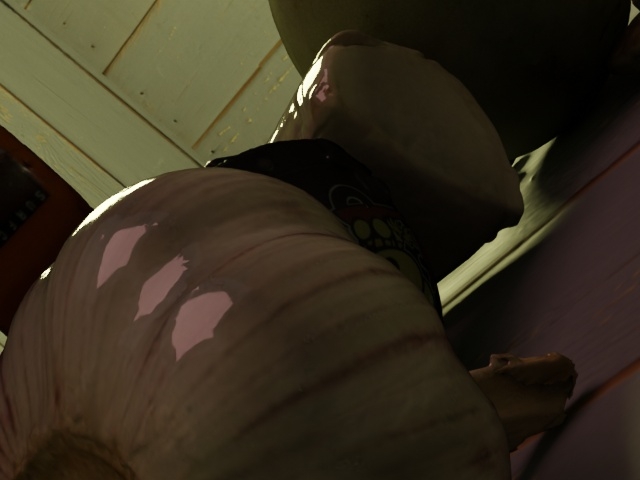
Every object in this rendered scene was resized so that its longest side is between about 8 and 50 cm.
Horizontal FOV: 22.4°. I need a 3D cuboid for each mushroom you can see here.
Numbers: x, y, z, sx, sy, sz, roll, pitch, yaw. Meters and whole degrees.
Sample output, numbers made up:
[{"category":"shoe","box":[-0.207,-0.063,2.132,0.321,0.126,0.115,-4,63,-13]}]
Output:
[{"category":"mushroom","box":[0.009,-0.001,1.127,0.407,0.154,0.137,126,138,-59]}]

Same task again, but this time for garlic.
[{"category":"garlic","box":[0.004,0.083,0.670,0.253,0.245,0.245,-14,-19,-37]}]

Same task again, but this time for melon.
[{"category":"melon","box":[0.091,-0.183,1.168,0.272,0.308,0.271,-17,66,44]}]

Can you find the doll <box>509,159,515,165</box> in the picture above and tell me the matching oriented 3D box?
[{"category":"doll","box":[0.088,-0.033,1.287,0.150,0.077,0.115,-36,22,22]}]

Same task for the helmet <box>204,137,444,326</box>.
[{"category":"helmet","box":[-0.034,0.088,0.912,0.279,0.160,0.230,-57,-28,13]}]

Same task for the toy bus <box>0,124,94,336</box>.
[{"category":"toy bus","box":[-0.128,0.063,1.009,0.093,0.092,0.409,-49,-29,-9]}]

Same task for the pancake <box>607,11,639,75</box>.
[{"category":"pancake","box":[0.272,-0.198,1.056,0.236,0.042,0.222,-50,6,29]}]

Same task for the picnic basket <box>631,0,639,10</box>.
[{"category":"picnic basket","box":[0.221,-0.135,0.616,0.154,0.134,0.196,-51,5,28]}]
